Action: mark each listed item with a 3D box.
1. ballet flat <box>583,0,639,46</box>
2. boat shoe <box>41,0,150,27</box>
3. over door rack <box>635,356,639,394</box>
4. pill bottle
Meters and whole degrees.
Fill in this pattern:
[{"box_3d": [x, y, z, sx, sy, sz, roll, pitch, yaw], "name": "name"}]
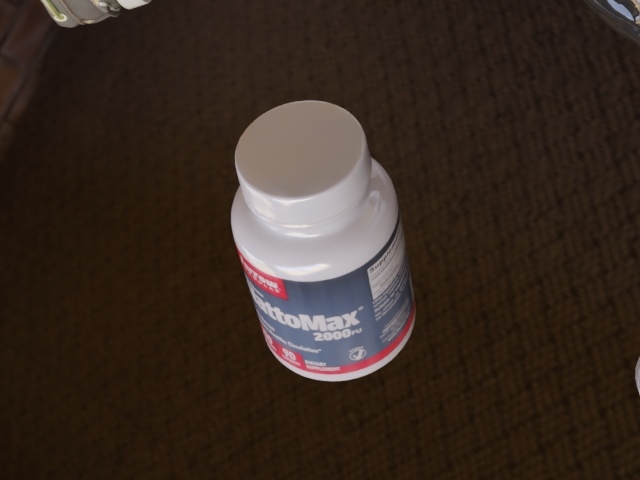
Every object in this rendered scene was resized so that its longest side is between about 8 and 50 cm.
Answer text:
[{"box_3d": [0.145, -0.248, 0.965, 0.096, 0.281, 0.095, -14, 11, 6], "name": "ballet flat"}, {"box_3d": [-0.250, -0.306, 1.261, 0.091, 0.305, 0.109, -20, 33, 19], "name": "boat shoe"}, {"box_3d": [0.334, 0.108, 0.780, 0.239, 0.324, 0.108, -60, -20, -76], "name": "over door rack"}, {"box_3d": [0.000, 0.000, 0.993, 0.108, 0.180, 0.108, -6, 51, 7], "name": "pill bottle"}]
